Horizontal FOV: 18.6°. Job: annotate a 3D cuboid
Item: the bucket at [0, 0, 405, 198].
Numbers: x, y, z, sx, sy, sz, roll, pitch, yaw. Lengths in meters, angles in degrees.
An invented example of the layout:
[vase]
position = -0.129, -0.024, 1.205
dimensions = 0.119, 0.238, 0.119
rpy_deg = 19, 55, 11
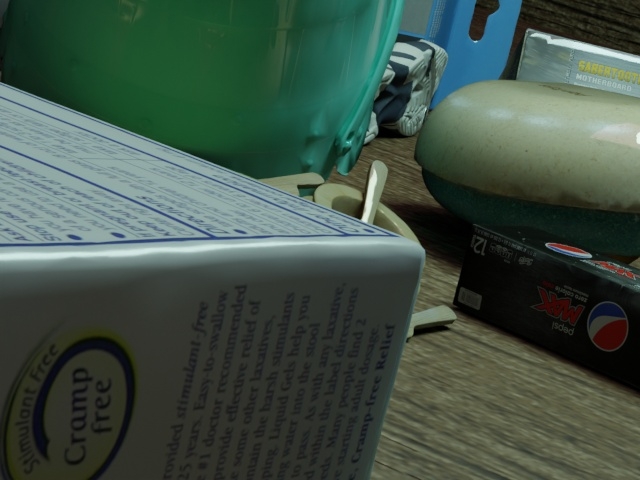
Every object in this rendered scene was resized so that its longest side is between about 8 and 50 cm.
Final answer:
[bucket]
position = -0.075, -0.176, 1.327
dimensions = 0.281, 0.183, 0.281
rpy_deg = 10, 39, -9

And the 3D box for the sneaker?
[sneaker]
position = 0.013, -0.154, 1.759
dimensions = 0.153, 0.094, 0.235
rpy_deg = 26, 25, 17

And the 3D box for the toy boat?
[toy boat]
position = 0.232, -0.028, 1.368
dimensions = 0.318, 0.148, 0.267
rpy_deg = 2, 9, -14

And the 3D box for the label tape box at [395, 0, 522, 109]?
[label tape box]
position = 0.050, -0.253, 1.902
dimensions = 0.334, 0.240, 0.106
rpy_deg = 11, 12, -11

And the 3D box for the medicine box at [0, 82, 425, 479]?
[medicine box]
position = -0.166, 0.032, 0.587
dimensions = 0.263, 0.149, 0.289
rpy_deg = 22, 15, 37

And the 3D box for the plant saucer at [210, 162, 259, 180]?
[plant saucer]
position = -0.119, -0.020, 1.143
dimensions = 0.241, 0.037, 0.241
rpy_deg = 14, 12, -3

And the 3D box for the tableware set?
[tableware set]
position = 0.000, 0.000, 1.053
dimensions = 0.128, 0.039, 0.194
rpy_deg = 46, 25, 19

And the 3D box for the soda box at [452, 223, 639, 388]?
[soda box]
position = 0.160, 0.040, 1.130
dimensions = 0.060, 0.053, 0.169
rpy_deg = 1, 17, -46

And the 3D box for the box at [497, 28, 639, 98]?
[box]
position = 0.228, -0.090, 1.580
dimensions = 0.183, 0.056, 0.231
rpy_deg = 14, -14, -1

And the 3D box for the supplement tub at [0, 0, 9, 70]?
[supplement tub]
position = -0.321, -0.277, 1.410
dimensions = 0.235, 0.324, 0.235
rpy_deg = 13, 12, -3
